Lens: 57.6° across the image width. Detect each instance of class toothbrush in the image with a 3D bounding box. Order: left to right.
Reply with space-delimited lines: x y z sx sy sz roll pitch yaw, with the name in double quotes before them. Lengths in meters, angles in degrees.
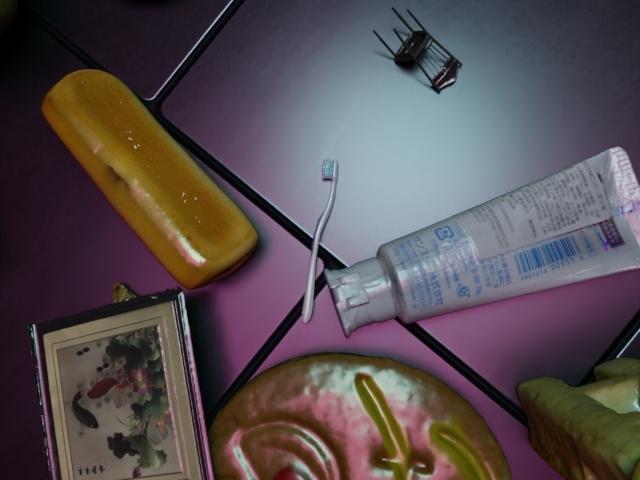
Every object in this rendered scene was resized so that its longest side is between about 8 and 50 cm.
"toothbrush" 0.000 0.000 0.565 0.017 0.014 0.162 8 86 -8

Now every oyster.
"oyster" -0.182 0.085 0.569 0.093 0.034 0.051 34 82 12

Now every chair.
"chair" 0.093 -0.184 0.561 0.086 0.042 0.037 38 92 -28

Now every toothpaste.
"toothpaste" 0.153 0.011 0.525 0.298 0.073 0.114 -18 83 -3

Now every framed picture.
"framed picture" -0.191 0.158 0.541 0.195 0.010 0.200 -16 80 23

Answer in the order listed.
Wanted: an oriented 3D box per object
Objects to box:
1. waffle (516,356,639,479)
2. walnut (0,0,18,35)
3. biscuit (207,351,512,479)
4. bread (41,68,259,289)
"waffle" 0.325 0.094 0.378 0.347 0.304 0.078 -22 83 2
"walnut" -0.419 -0.283 0.546 0.297 0.203 0.203 34 90 24
"biscuit" -0.011 0.296 0.513 0.349 0.070 0.395 5 86 7
"bread" -0.163 -0.058 0.554 0.092 0.074 0.239 -36 80 -34
